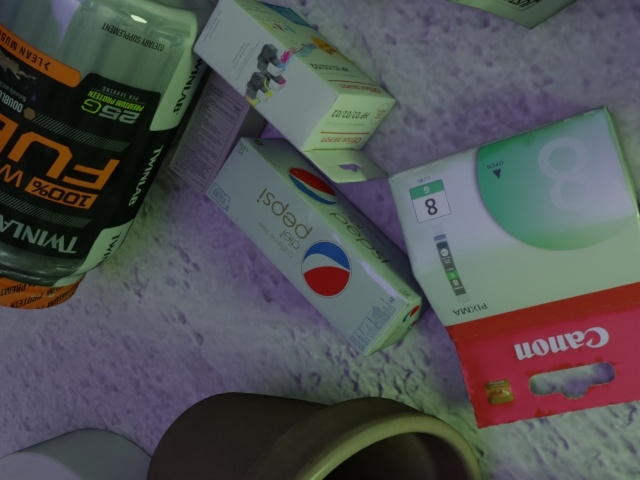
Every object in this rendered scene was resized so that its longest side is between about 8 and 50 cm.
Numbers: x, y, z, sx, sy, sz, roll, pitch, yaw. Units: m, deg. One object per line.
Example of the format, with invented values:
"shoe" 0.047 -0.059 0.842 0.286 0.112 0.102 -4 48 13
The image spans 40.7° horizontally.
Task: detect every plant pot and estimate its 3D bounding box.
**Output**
"plant pot" -0.031 0.237 0.735 0.229 0.263 0.262 15 104 47

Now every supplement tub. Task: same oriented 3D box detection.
"supplement tub" -0.251 -0.112 0.834 0.207 0.207 0.338 40 114 22

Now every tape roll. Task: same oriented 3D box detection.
"tape roll" -0.272 0.358 0.962 0.286 0.100 0.286 4 98 31

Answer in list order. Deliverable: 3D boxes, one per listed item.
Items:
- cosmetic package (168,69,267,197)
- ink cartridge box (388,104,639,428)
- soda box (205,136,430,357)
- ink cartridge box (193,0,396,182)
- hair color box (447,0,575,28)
"cosmetic package" -0.095 -0.105 0.835 0.060 0.041 0.115 40 114 22
"ink cartridge box" 0.168 0.029 0.676 0.181 0.056 0.224 -17 84 27
"soda box" 0.000 0.000 0.770 0.216 0.074 0.069 45 116 19
"ink cartridge box" -0.009 -0.131 0.743 0.181 0.104 0.061 45 116 19
"hair color box" 0.236 -0.286 0.527 0.375 0.185 0.113 -31 80 30
